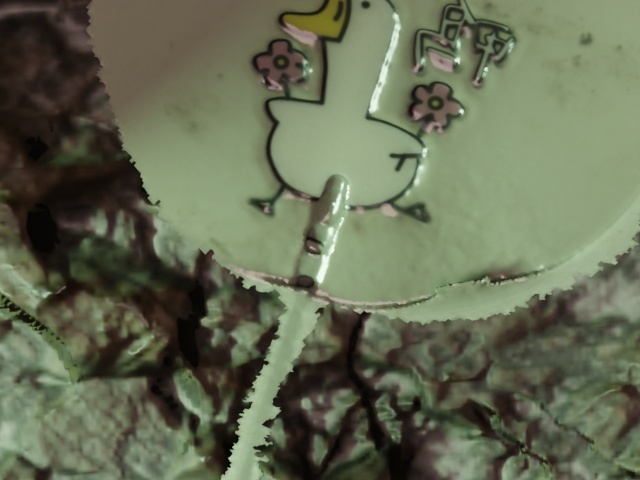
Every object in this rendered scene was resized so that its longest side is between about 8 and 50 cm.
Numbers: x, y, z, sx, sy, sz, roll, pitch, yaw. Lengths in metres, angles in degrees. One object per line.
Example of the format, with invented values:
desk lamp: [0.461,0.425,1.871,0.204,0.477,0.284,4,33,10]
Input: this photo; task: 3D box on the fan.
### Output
fan: [0.000,0.000,0.681,0.233,0.012,0.414,21,122,-2]

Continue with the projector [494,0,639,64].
projector: [0.122,-0.175,0.603,0.193,0.088,0.269,24,127,-6]
